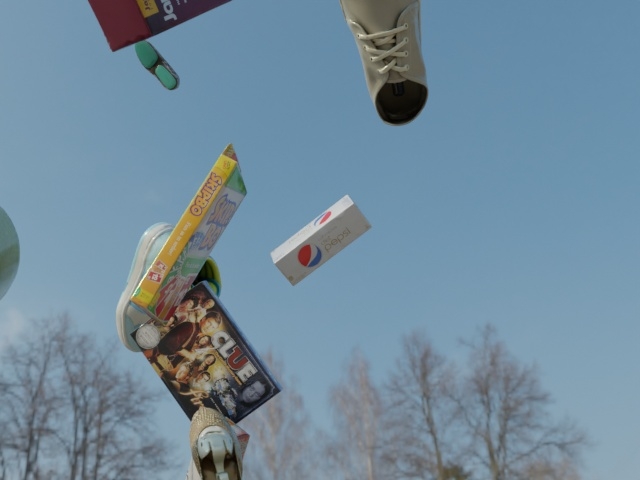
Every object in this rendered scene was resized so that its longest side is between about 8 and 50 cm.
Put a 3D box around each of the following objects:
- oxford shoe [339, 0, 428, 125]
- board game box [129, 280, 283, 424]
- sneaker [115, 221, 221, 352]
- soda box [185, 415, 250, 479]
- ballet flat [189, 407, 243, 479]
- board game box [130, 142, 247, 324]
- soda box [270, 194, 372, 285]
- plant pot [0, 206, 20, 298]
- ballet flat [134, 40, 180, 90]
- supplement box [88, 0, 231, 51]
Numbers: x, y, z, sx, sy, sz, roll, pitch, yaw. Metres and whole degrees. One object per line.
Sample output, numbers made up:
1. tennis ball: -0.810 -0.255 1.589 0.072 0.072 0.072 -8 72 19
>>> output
1. oxford shoe: 0.148 -0.434 1.721 0.169 0.130 0.449 -10 -48 11
2. board game box: -0.204 0.217 1.417 0.165 0.243 0.042 -37 -5 0
3. sneaker: -0.326 0.141 1.722 0.127 0.208 0.319 -15 -52 -54
4. soda box: -0.175 0.380 1.272 0.058 0.063 0.183 -4 -64 -52
5. ballet flat: -0.138 0.322 1.105 0.073 0.206 0.067 -10 -30 -18
6. board game box: -0.176 -0.008 1.123 0.039 0.259 0.124 25 -14 8
7. soda box: 0.000 0.000 1.701 0.216 0.069 0.074 -37 -69 4
8. plant pot: -0.477 0.029 0.913 0.276 0.276 0.254 -2 7 -4
9. ballet flat: -0.301 -0.324 1.461 0.041 0.114 0.041 -39 0 0
10. supplement box: -0.209 -0.330 1.030 0.081 0.188 0.104 -7 -65 36
